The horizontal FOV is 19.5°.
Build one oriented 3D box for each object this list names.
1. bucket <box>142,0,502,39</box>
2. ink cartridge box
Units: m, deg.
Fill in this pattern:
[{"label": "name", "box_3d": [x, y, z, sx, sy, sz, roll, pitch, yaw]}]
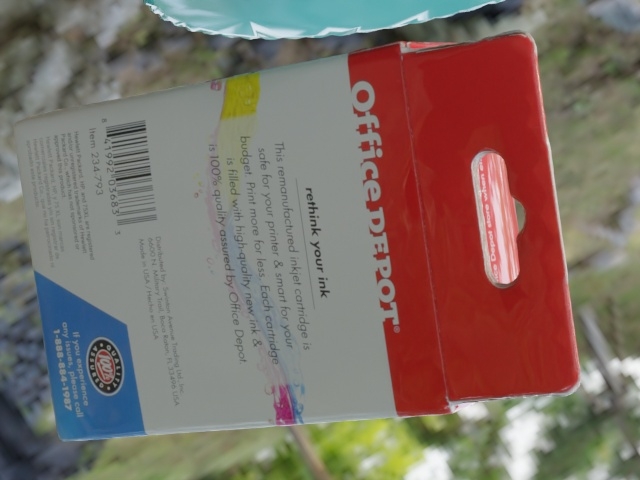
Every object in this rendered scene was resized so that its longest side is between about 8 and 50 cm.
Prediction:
[{"label": "bucket", "box_3d": [0.023, -0.206, 0.744, 0.281, 0.183, 0.281, -12, 168, -3]}, {"label": "ink cartridge box", "box_3d": [0.000, 0.000, 0.719, 0.231, 0.134, 0.078, -7, -179, 31]}]
